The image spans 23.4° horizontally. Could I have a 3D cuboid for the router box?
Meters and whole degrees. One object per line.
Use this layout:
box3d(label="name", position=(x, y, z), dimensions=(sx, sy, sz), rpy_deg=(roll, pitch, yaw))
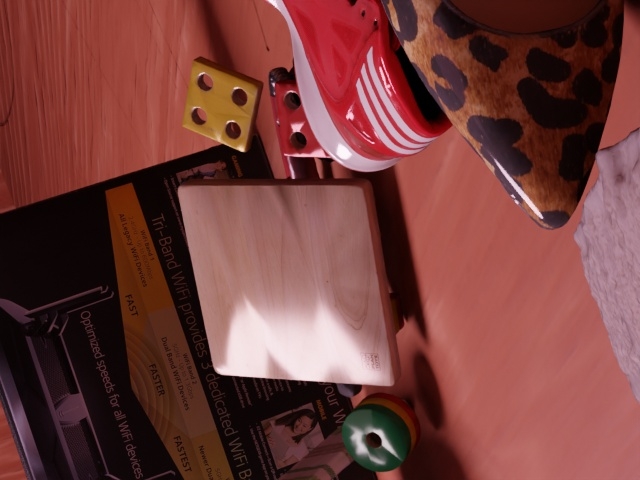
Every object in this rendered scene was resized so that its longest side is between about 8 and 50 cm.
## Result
box3d(label="router box", position=(-0.117, 0.102, 1.167), dimensions=(0.081, 0.243, 0.309), rpy_deg=(157, 95, -74))

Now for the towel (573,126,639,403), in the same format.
box3d(label="towel", position=(0.136, 0.060, 0.495), dimensions=(0.282, 0.049, 0.187), rpy_deg=(61, -169, -79))

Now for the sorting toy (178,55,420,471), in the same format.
box3d(label="sorting toy", position=(-0.014, 0.011, 0.975), dimensions=(0.132, 0.046, 0.274), rpy_deg=(1, 112, 28))

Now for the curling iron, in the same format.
box3d(label="curling iron", position=(0.000, 0.000, 1.039), dimensions=(0.068, 0.035, 0.274), rpy_deg=(-129, 26, -50))

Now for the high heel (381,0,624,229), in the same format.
box3d(label="high heel", position=(0.074, -0.136, 0.527), dimensions=(0.186, 0.093, 0.261), rpy_deg=(160, 100, -80))

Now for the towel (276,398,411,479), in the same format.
box3d(label="towel", position=(-0.007, 0.166, 1.050), dimensions=(0.023, 0.152, 0.113), rpy_deg=(52, 163, -2))

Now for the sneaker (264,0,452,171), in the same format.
box3d(label="sneaker", position=(0.015, -0.147, 0.781), dimensions=(0.221, 0.087, 0.128), rpy_deg=(61, 156, -7))
